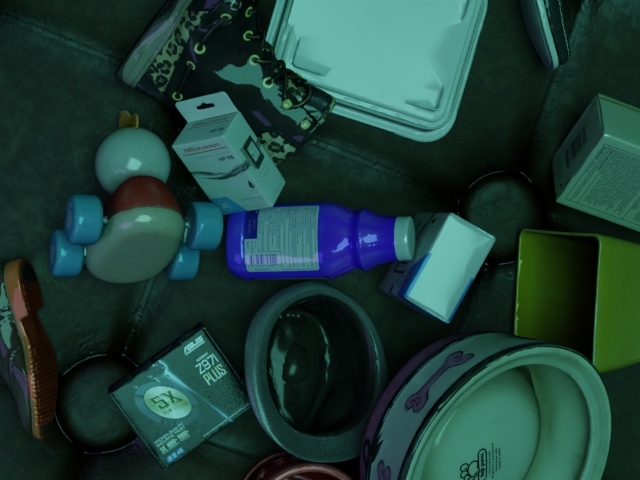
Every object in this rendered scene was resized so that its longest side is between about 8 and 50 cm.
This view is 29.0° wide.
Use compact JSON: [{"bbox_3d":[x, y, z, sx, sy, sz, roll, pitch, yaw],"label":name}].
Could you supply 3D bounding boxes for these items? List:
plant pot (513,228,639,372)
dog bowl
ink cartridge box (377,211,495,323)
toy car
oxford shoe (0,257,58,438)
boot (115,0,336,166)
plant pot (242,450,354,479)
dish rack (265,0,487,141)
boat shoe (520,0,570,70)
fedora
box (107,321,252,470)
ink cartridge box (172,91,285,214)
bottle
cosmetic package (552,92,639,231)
[{"bbox_3d":[0.447,0.094,1.973,0.187,0.212,0.212,2,92,-26],"label":"plant pot"},{"bbox_3d":[0.233,0.315,1.829,0.408,0.150,0.408,-14,115,-31],"label":"dog bowl"},{"bbox_3d":[0.173,0.038,1.907,0.086,0.203,0.148,29,86,-9],"label":"ink cartridge box"},{"bbox_3d":[-0.284,-0.076,1.849,0.219,0.210,0.238,3,63,-24],"label":"toy car"},{"bbox_3d":[-0.460,0.166,1.855,0.098,0.097,0.271,-10,89,8],"label":"oxford shoe"},{"bbox_3d":[-0.093,-0.280,1.811,0.284,0.138,0.377,40,121,-14],"label":"boot"},{"bbox_3d":[-0.032,0.418,1.897,0.191,0.174,0.191,0,92,-11],"label":"plant pot"},{"bbox_3d":[0.092,-0.327,1.944,0.333,0.072,0.285,16,90,-10],"label":"dish rack"},{"bbox_3d":[0.358,-0.425,1.969,0.091,0.114,0.302,-17,96,-4],"label":"boat shoe"},{"bbox_3d":[-0.023,0.205,1.898,0.243,0.124,0.275,-4,80,-28],"label":"fedora"},{"bbox_3d":[-0.212,0.237,1.903,0.180,0.077,0.147,-35,98,-8],"label":"box"},{"bbox_3d":[-0.144,-0.126,1.830,0.180,0.104,0.060,56,43,-32],"label":"ink cartridge box"},{"bbox_3d":[0.000,0.000,1.873,0.283,0.092,0.118,-2,83,15],"label":"bottle"},{"bbox_3d":[0.546,-0.099,1.986,0.309,0.113,0.160,19,132,-13],"label":"cosmetic package"}]
